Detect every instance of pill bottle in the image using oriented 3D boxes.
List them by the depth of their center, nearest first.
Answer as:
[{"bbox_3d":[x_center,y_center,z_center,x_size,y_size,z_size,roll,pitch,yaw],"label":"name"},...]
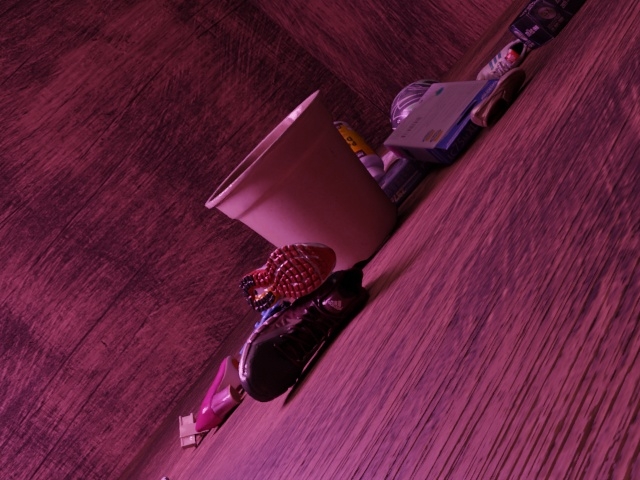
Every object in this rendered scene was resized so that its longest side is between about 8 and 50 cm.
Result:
[{"bbox_3d":[0.083,-0.203,2.083,0.117,0.215,0.117,-25,-36,-20],"label":"pill bottle"}]

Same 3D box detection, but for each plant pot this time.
[{"bbox_3d":[-0.015,-0.087,1.695,0.334,0.305,0.334,-43,10,10],"label":"plant pot"}]

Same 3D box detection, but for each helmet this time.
[{"bbox_3d":[0.263,-0.324,2.038,0.169,0.161,0.169,-50,3,4],"label":"helmet"}]

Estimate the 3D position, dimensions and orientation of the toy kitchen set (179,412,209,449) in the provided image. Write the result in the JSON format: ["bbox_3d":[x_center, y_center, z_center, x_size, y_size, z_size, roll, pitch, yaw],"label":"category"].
[{"bbox_3d":[-0.287,0.458,1.907,0.068,0.075,0.083,-15,44,0],"label":"toy kitchen set"}]

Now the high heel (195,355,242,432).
[{"bbox_3d":[-0.232,0.352,1.868,0.117,0.082,0.244,-40,18,8],"label":"high heel"}]

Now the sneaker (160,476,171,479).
[{"bbox_3d":[-0.356,0.539,1.759,0.040,0.043,0.109,-51,2,12],"label":"sneaker"}]

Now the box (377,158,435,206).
[{"bbox_3d":[0.188,-0.142,1.917,0.233,0.059,0.183,-49,4,12],"label":"box"}]

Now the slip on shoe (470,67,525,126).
[{"bbox_3d":[0.339,-0.265,1.514,0.135,0.051,0.041,-43,43,-5],"label":"slip on shoe"}]

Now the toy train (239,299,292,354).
[{"bbox_3d":[-0.120,0.214,1.933,0.105,0.080,0.184,-55,1,33],"label":"toy train"}]

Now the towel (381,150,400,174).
[{"bbox_3d":[0.238,-0.259,2.575,0.317,0.053,0.332,-46,6,46],"label":"towel"}]

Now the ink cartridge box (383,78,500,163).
[{"bbox_3d":[0.264,-0.250,1.705,0.186,0.065,0.311,-51,17,-5],"label":"ink cartridge box"}]

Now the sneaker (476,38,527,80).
[{"bbox_3d":[0.409,-0.395,1.820,0.161,0.057,0.075,-48,-2,-12],"label":"sneaker"}]

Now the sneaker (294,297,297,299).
[{"bbox_3d":[-0.001,0.000,2.038,0.136,0.116,0.314,-37,-25,-58],"label":"sneaker"}]

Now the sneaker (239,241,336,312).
[{"bbox_3d":[-0.046,0.047,1.351,0.092,0.088,0.225,-31,4,-39],"label":"sneaker"}]

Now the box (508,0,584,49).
[{"bbox_3d":[0.496,-0.503,1.703,0.180,0.077,0.147,-50,4,2],"label":"box"}]

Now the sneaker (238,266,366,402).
[{"bbox_3d":[-0.019,0.133,1.328,0.281,0.106,0.162,-52,7,-38],"label":"sneaker"}]
